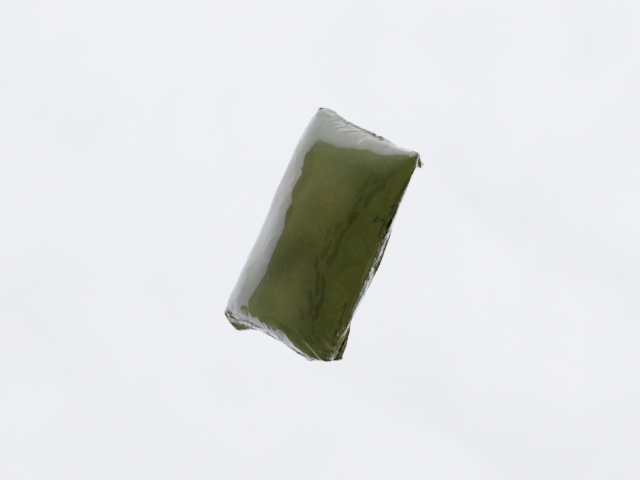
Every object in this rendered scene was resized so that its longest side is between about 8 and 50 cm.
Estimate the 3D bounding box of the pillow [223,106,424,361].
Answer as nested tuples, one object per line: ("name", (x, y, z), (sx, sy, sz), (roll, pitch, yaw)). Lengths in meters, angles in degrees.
("pillow", (0.000, 0.000, 1.242), (0.119, 0.053, 0.208), (26, -83, 26))
